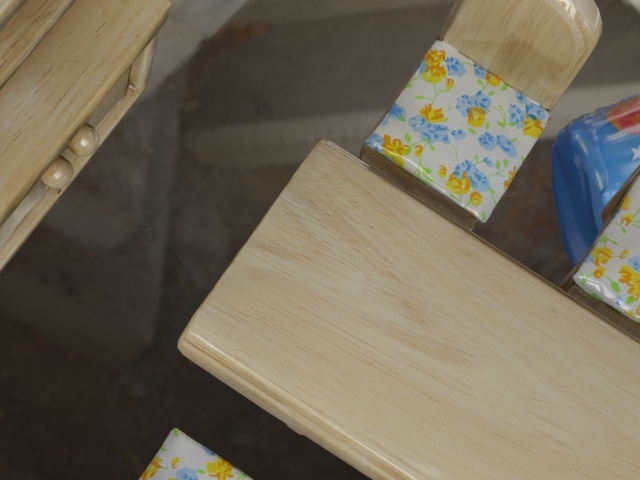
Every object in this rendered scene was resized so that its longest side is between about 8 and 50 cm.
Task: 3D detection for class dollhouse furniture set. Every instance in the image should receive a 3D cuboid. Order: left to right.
[{"bbox_3d":[0.000,0.000,0.420,0.242,0.161,0.212,33,66,3],"label":"dollhouse furniture set"}]

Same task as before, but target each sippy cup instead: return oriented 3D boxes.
[{"bbox_3d":[0.323,-0.042,1.374,0.224,0.305,0.240,-13,45,-6],"label":"sippy cup"}]
